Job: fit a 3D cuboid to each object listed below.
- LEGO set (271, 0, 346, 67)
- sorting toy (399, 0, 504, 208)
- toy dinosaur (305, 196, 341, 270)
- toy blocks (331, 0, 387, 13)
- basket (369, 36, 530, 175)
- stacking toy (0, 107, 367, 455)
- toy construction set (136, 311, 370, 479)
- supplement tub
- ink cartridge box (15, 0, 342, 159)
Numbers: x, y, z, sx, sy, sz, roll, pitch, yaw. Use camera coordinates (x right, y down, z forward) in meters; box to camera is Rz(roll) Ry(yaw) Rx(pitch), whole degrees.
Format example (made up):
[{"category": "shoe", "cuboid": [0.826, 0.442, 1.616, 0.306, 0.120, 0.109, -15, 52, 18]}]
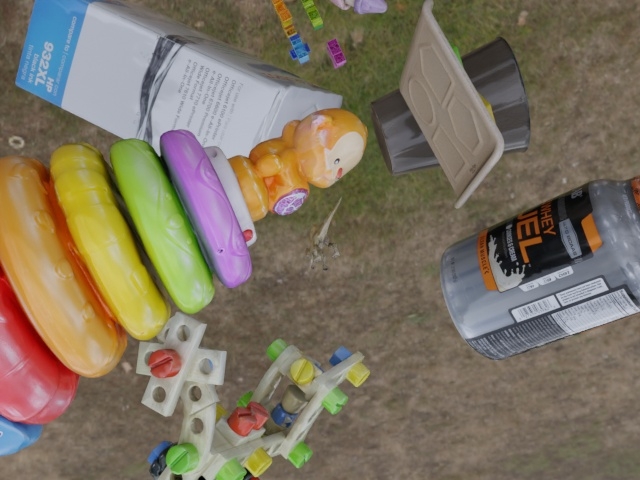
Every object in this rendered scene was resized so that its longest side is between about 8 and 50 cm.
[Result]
[{"category": "LEGO set", "cuboid": [-0.035, -0.409, 1.300, 0.087, 0.227, 0.093, -25, 172, 2]}, {"category": "sorting toy", "cuboid": [0.159, -0.161, 0.830, 0.038, 0.208, 0.193, -20, 167, -7]}, {"category": "toy dinosaur", "cuboid": [0.000, 0.000, 1.369, 0.053, 0.093, 0.183, -1, 141, -27]}, {"category": "toy blocks", "cuboid": [0.144, -0.562, 1.166, 0.260, 0.288, 0.309, 32, 134, 17]}, {"category": "basket", "cuboid": [0.206, -0.200, 1.116, 0.226, 0.154, 0.204, -19, 128, 2]}, {"category": "stacking toy", "cuboid": [-0.104, -0.008, 0.424, 0.301, 0.166, 0.175, -24, 151, -10]}, {"category": "toy construction set", "cuboid": [-0.086, 0.199, 0.794, 0.215, 0.151, 0.327, -52, 144, 8]}, {"category": "supplement tub", "cuboid": [0.347, 0.037, 0.964, 0.316, 0.194, 0.193, -27, 140, 30]}, {"category": "ink cartridge box", "cuboid": [-0.157, -0.180, 0.813, 0.307, 0.223, 0.129, 27, 106, 13]}]
